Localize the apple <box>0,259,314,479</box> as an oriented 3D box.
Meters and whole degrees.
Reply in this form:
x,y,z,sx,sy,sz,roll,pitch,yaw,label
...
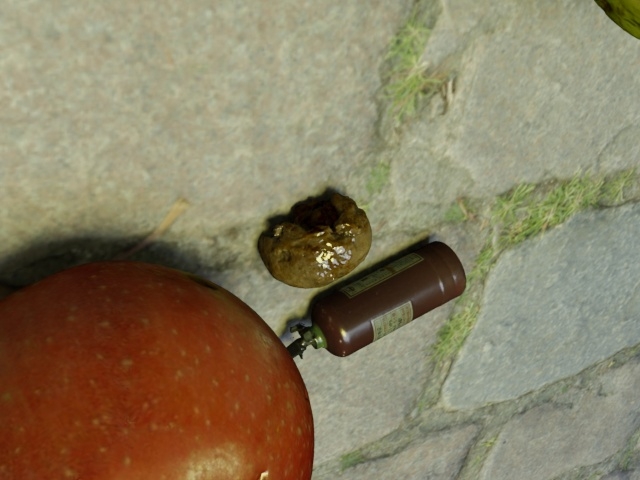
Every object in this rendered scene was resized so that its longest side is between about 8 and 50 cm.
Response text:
x,y,z,sx,sy,sz,roll,pitch,yaw,label
-0.165,0.187,0.630,0.348,0.277,0.348,-22,134,-24,apple

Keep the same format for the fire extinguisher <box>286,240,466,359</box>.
x,y,z,sx,sy,sz,roll,pitch,yaw,label
0.051,0.083,0.882,0.231,0.071,0.099,-27,165,-18,fire extinguisher

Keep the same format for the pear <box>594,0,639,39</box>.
x,y,z,sx,sy,sz,roll,pitch,yaw,label
0.357,-0.323,0.553,0.391,0.391,0.391,-22,135,-23,pear

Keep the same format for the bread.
x,y,z,sx,sy,sz,roll,pitch,yaw,label
0.000,0.000,0.755,0.113,0.082,0.060,-32,136,-18,bread
